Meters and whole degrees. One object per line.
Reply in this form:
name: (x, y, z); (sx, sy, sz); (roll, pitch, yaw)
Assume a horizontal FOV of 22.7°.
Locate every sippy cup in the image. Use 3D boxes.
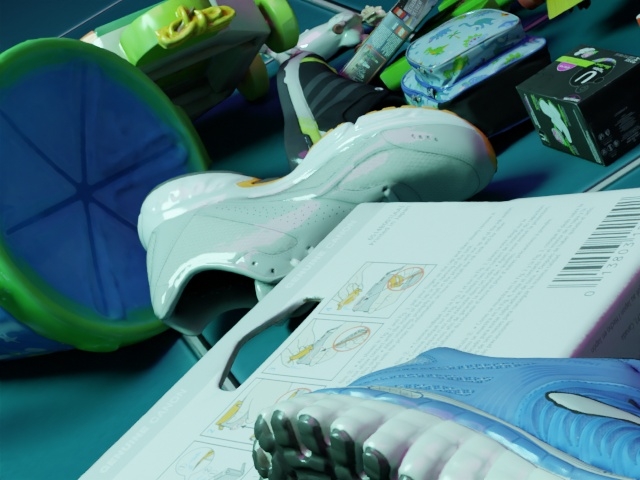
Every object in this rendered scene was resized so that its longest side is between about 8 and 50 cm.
sippy cup: (-0.235, -0.007, 1.217); (0.224, 0.305, 0.240); (-23, 61, 41)

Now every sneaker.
sneaker: (0.130, 0.104, 0.601); (0.330, 0.130, 0.147); (20, 38, 40)
sneaker: (0.024, -0.087, 1.259); (0.097, 0.084, 0.235); (-16, 30, 5)
sneaker: (0.000, 0.000, 1.094); (0.262, 0.099, 0.121); (-19, 46, 15)

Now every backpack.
backpack: (0.115, -0.125, 1.204); (0.105, 0.084, 0.114); (-31, 19, -12)

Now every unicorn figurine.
unicorn figurine: (-0.012, -0.189, 1.544); (0.162, 0.060, 0.111); (-12, 22, -1)

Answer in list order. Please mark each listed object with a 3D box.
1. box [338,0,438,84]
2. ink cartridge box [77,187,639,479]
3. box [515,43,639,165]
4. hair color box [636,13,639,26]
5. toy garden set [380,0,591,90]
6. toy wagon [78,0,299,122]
box: (0.054, -0.168, 1.366); (0.137, 0.027, 0.094); (-48, 4, 45)
ink cartridge box: (0.043, 0.080, 0.870); (0.261, 0.066, 0.296); (-2, 34, 47)
box: (0.186, -0.094, 1.094); (0.062, 0.052, 0.083); (-34, 24, -12)
hair color box: (0.316, -0.180, 1.121); (0.167, 0.053, 0.093); (-36, 22, -20)
toy garden set: (0.181, -0.218, 1.345); (0.204, 0.049, 0.244); (-28, 16, 40)
toy wagon: (-0.149, -0.147, 1.409); (0.267, 0.068, 0.344); (-26, -8, -22)
